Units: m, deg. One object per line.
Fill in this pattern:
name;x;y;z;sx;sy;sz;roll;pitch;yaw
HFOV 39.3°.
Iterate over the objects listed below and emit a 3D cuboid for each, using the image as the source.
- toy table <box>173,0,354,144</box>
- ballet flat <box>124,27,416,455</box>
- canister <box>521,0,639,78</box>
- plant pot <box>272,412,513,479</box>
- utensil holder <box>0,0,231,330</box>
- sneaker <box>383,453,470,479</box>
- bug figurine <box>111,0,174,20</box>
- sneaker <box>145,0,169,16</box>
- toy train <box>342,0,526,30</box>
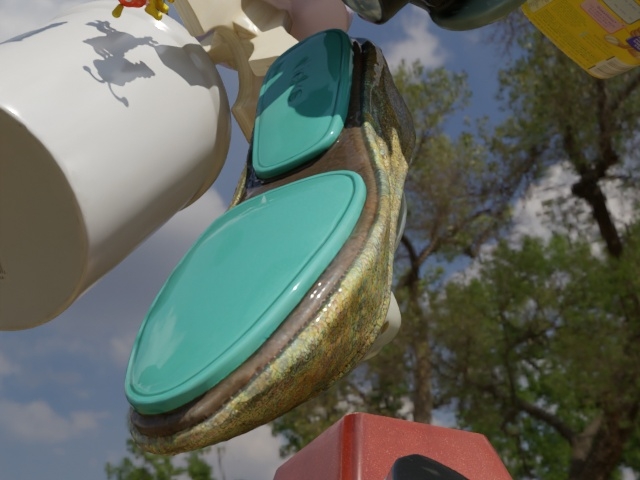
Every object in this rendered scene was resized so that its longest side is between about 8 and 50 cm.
toy table;-0.105;-0.279;1.252;0.274;0.161;0.252;-13;-55;40
ballet flat;0.000;0.000;0.489;0.123;0.349;0.123;5;-53;7
canister;0.245;-0.198;0.692;0.126;0.073;0.170;38;-16;-11
plant pot;0.070;0.330;0.928;0.267;0.236;0.267;14;-39;-25
utensil holder;-0.336;-0.111;1.148;0.327;0.328;0.385;-22;16;26
sneaker;0.053;0.247;0.625;0.090;0.145;0.270;28;6;12
bug figurine;-0.275;-0.396;1.057;0.279;0.216;0.072;30;-27;-13
sneaker;-0.273;-0.302;1.500;0.135;0.276;0.097;-1;-8;29
toy train;0.115;-0.268;0.584;0.334;0.190;0.142;-43;-53;-8
